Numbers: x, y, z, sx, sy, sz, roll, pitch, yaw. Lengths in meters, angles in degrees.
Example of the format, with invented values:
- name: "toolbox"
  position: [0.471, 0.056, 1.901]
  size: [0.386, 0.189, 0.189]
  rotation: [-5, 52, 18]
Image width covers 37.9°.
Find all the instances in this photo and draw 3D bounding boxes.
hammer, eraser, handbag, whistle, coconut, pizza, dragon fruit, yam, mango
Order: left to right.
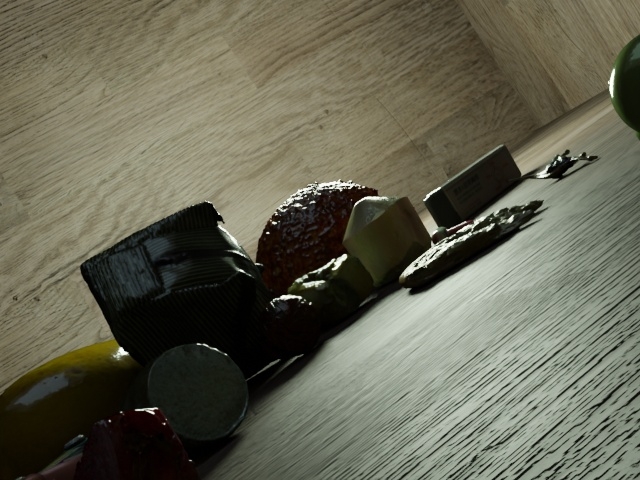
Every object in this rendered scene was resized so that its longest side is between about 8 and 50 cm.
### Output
- name: "mango"
  position: [-0.396, 0.289, 1.668]
  size: [0.445, 0.220, 0.301]
  rotation: [-32, -7, -44]
- name: "dragon fruit"
  position: [-0.160, 0.227, 0.816]
  size: [0.102, 0.096, 0.147]
  rotation: [-20, -41, -46]
- name: "yam"
  position: [-0.194, 0.220, 1.220]
  size: [0.133, 0.133, 0.330]
  rotation: [-34, -3, -27]
- name: "handbag"
  position: [-0.203, 0.108, 1.546]
  size: [0.240, 0.247, 0.340]
  rotation: [-33, -36, 0]
- name: "coconut"
  position: [0.114, -0.009, 1.688]
  size: [0.147, 0.152, 0.147]
  rotation: [-32, -2, -1]
- name: "hammer"
  position: [0.242, -0.018, 1.699]
  size: [0.083, 0.031, 0.052]
  rotation: [-26, 7, 24]
- name: "pizza"
  position: [0.209, 0.003, 1.343]
  size: [0.262, 0.034, 0.181]
  rotation: [-32, 0, 44]
- name: "eraser"
  position: [0.330, -0.115, 1.998]
  size: [0.352, 0.089, 0.061]
  rotation: [-33, 4, -38]
- name: "whistle"
  position: [0.445, -0.185, 1.162]
  size: [0.141, 0.141, 0.294]
  rotation: [-33, -17, 26]

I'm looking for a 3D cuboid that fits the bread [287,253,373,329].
- name: "bread"
  position: [0.010, 0.101, 1.581]
  size: [0.156, 0.103, 0.110]
  rotation: [-39, 11, 15]

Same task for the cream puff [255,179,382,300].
- name: "cream puff"
  position: [0.001, 0.001, 1.958]
  size: [0.350, 0.228, 0.350]
  rotation: [-31, 18, 11]

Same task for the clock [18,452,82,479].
- name: "clock"
  position: [-0.314, 0.323, 1.191]
  size: [0.162, 0.092, 0.166]
  rotation: [-21, -8, -43]

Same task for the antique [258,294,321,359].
- name: "antique"
  position: [-0.046, 0.131, 1.444]
  size: [0.104, 0.104, 0.104]
  rotation: [-33, 0, 0]

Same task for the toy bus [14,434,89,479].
- name: "toy bus"
  position: [-0.362, 0.349, 1.357]
  size: [0.109, 0.091, 0.262]
  rotation: [-24, 8, 40]

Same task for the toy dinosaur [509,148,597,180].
- name: "toy dinosaur"
  position: [0.398, -0.125, 1.561]
  size: [0.058, 0.037, 0.180]
  rotation: [-28, -2, -35]
